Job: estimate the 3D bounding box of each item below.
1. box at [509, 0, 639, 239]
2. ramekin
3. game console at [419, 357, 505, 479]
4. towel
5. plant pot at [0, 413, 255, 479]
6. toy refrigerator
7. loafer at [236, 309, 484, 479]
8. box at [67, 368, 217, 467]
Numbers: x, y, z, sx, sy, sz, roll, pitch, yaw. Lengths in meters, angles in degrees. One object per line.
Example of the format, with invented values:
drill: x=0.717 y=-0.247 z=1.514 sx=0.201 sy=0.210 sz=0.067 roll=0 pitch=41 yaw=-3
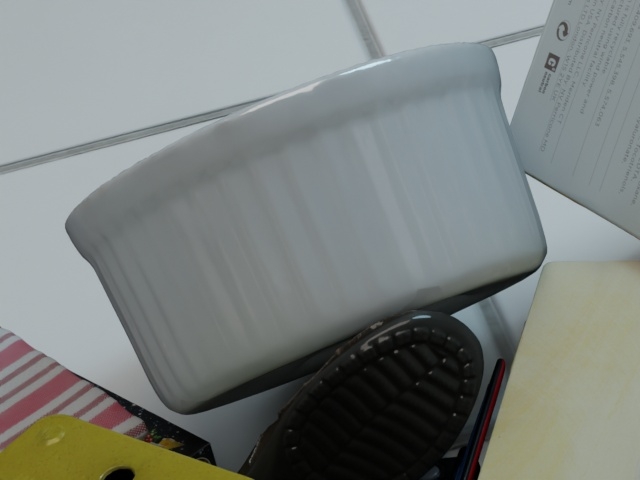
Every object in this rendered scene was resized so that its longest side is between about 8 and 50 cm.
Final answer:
box: x=0.304 y=-0.051 z=1.076 sx=0.215 sy=0.168 sz=0.345 roll=9 pitch=17 yaw=-34
ramekin: x=0.000 y=0.000 z=1.114 sx=0.277 sy=0.135 sz=0.277 roll=-23 pitch=-7 yaw=-3
game console: x=0.041 y=0.141 z=1.016 sx=0.124 sy=0.085 sz=0.144 roll=-8 pitch=31 yaw=23
towel: x=-0.214 y=0.118 z=1.134 sx=0.144 sy=0.029 sz=0.197 roll=-34 pitch=39 yaw=-29
plant pot: x=-0.100 y=0.208 z=0.879 sx=0.212 sy=0.187 sz=0.212 roll=14 pitch=40 yaw=36
toy refrigerator: x=0.139 y=0.127 z=0.997 sx=0.094 sy=0.102 sz=0.269 roll=-1 pitch=34 yaw=20
loafer: x=0.000 y=0.113 z=1.017 sx=0.220 sy=0.080 sz=0.078 roll=-46 pitch=13 yaw=16
box: x=-0.195 y=0.145 z=1.151 sx=0.233 sy=0.044 sz=0.159 roll=20 pitch=45 yaw=42
